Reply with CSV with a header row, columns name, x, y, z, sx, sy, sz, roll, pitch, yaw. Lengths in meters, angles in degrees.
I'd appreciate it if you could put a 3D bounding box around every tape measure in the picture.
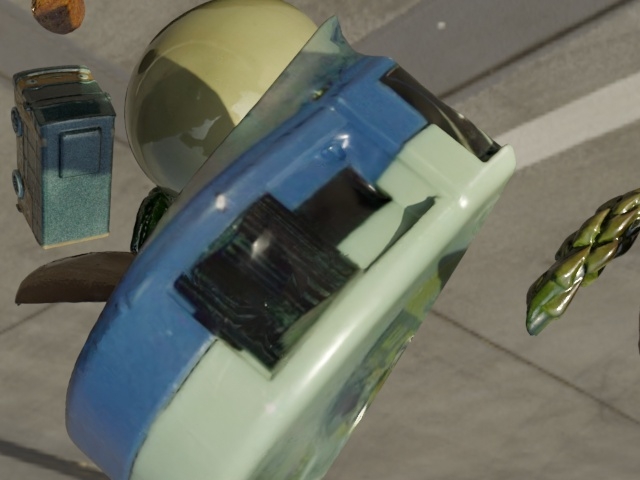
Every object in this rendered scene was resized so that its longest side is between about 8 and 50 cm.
name,x,y,z,sx,sy,sz,roll,pitch,yaw
tape measure,-0.023,0.048,0.537,0.138,0.262,0.259,32,145,7

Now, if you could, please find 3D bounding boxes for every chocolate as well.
name,x,y,z,sx,sy,sz,roll,pitch,yaw
chocolate,-0.150,0.024,0.601,0.101,0.031,0.064,-2,-169,19

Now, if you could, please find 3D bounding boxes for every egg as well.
name,x,y,z,sx,sy,sz,roll,pitch,yaw
egg,-0.082,-0.138,0.862,0.186,0.241,0.186,21,144,16

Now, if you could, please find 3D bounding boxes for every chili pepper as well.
name,x,y,z,sx,sy,sz,roll,pitch,yaw
chili pepper,-0.167,-0.002,0.905,0.035,0.117,0.055,-16,159,34

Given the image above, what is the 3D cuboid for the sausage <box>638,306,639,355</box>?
name,x,y,z,sx,sy,sz,roll,pitch,yaw
sausage,0.529,0.108,1.275,0.152,0.152,0.279,-4,112,16

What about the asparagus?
name,x,y,z,sx,sy,sz,roll,pitch,yaw
asparagus,0.387,0.017,1.300,0.287,0.080,0.080,-44,137,4

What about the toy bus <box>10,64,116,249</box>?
name,x,y,z,sx,sy,sz,roll,pitch,yaw
toy bus,-0.425,-0.135,1.485,0.139,0.167,0.275,-13,134,-30

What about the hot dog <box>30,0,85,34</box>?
name,x,y,z,sx,sy,sz,roll,pitch,yaw
hot dog,-0.252,-0.233,0.865,0.035,0.058,0.083,23,165,1
